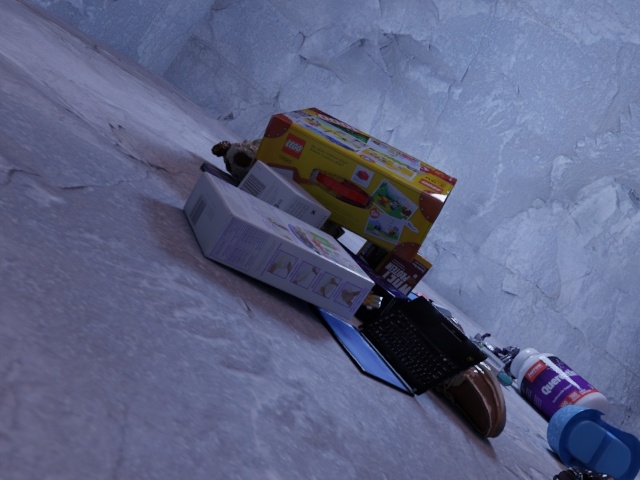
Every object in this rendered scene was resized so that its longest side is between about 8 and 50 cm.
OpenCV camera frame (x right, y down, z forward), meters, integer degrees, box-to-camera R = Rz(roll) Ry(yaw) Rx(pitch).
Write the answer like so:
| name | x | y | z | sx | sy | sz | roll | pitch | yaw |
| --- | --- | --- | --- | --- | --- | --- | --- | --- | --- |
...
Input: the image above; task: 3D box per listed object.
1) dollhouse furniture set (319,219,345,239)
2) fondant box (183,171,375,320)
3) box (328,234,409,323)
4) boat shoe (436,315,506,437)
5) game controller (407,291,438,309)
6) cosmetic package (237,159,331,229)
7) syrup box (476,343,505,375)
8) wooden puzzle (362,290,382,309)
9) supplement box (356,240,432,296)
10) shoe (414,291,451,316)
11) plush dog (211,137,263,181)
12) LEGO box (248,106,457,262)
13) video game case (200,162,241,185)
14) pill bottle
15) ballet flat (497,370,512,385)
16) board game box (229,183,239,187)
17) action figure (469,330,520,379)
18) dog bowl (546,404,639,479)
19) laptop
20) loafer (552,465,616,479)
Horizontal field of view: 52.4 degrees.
| name | x | y | z | sx | sy | sz | roll | pitch | yaw |
| --- | --- | --- | --- | --- | --- | --- | --- | --- | --- |
| dollhouse furniture set | 0.000 | 0.000 | 1.788 | 0.151 | 0.144 | 0.123 | 51 | 0 | -44 |
| fondant box | -0.084 | 0.009 | 1.259 | 0.330 | 0.096 | 0.238 | 26 | 12 | -29 |
| box | 0.076 | 0.097 | 1.609 | 0.261 | 0.103 | 0.184 | 40 | 5 | 18 |
| boat shoe | 0.283 | 0.292 | 1.399 | 0.116 | 0.123 | 0.324 | -1 | 32 | -19 |
| game controller | 0.331 | 0.217 | 2.244 | 0.166 | 0.067 | 0.319 | 38 | 6 | 7 |
| cosmetic package | -0.104 | -0.071 | 1.576 | 0.151 | 0.151 | 0.183 | 42 | 9 | 30 |
| syrup box | 0.427 | 0.346 | 1.752 | 0.093 | 0.096 | 0.237 | 40 | 6 | 19 |
| wooden puzzle | 0.101 | 0.123 | 1.346 | 0.049 | 0.006 | 0.083 | 16 | 23 | 7 |
| supplement box | 0.199 | 0.080 | 1.945 | 0.129 | 0.191 | 0.194 | 35 | 8 | -21 |
| shoe | 0.428 | 0.254 | 2.495 | 0.178 | 0.063 | 0.081 | 28 | 16 | -34 |
| plush dog | -0.218 | -0.256 | 2.079 | 0.225 | 0.211 | 0.262 | 4 | -34 | 37 |
| LEGO box | 0.106 | -0.177 | 1.846 | 0.500 | 0.193 | 0.372 | 28 | 21 | 8 |
| video game case | -0.211 | -0.122 | 1.911 | 0.274 | 0.026 | 0.196 | 41 | 7 | 20 |
| pill bottle | 0.800 | 0.509 | 2.213 | 0.181 | 0.181 | 0.323 | 32 | 8 | -38 |
| ballet flat | 0.595 | 0.451 | 2.192 | 0.114 | 0.041 | 0.041 | 41 | 7 | 22 |
| board game box | -0.195 | -0.105 | 1.739 | 0.126 | 0.026 | 0.186 | 41 | 17 | 21 |
| action figure | 0.658 | 0.422 | 2.440 | 0.285 | 0.099 | 0.185 | 27 | 20 | -36 |
| dog bowl | 0.716 | 0.539 | 1.711 | 0.297 | 0.166 | 0.074 | 35 | -4 | -20 |
| laptop | 0.150 | 0.177 | 1.278 | 0.234 | 0.264 | 0.137 | 47 | -25 | 51 |
| loafer | 0.612 | 0.538 | 1.414 | 0.302 | 0.095 | 0.109 | 33 | 8 | -35 |
